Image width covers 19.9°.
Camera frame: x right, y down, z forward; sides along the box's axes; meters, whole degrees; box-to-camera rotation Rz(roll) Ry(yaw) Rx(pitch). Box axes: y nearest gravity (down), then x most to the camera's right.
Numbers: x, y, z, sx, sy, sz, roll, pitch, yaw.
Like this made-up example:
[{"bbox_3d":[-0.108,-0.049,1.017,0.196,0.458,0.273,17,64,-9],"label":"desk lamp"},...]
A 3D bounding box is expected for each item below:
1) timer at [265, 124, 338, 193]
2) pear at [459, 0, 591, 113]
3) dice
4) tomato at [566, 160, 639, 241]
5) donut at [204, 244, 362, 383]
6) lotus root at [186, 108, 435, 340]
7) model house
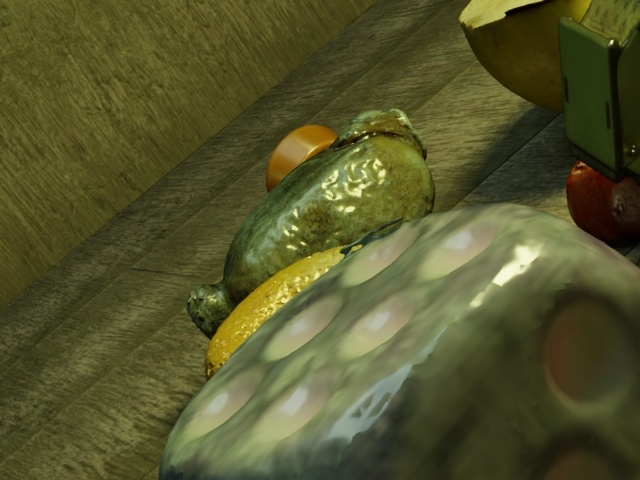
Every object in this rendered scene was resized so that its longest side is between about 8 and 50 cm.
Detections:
[{"bbox_3d":[0.022,-0.071,2.407,0.132,0.132,0.152,-41,37,-17],"label":"timer"},{"bbox_3d":[0.340,-0.253,2.009,0.340,0.191,0.386,-30,14,12],"label":"pear"},{"bbox_3d":[0.086,0.154,1.112,0.270,0.271,0.270,-43,15,-24],"label":"dice"},{"bbox_3d":[0.323,-0.092,1.722,0.228,0.101,0.228,-37,11,9],"label":"tomato"},{"bbox_3d":[0.014,0.101,1.704,0.277,0.108,0.277,-19,26,10],"label":"donut"},{"bbox_3d":[0.002,0.002,2.090,0.349,0.175,0.175,-44,15,-14],"label":"lotus root"},{"bbox_3d":[0.287,-0.088,1.567,0.279,0.205,0.218,-63,21,10],"label":"model house"}]
